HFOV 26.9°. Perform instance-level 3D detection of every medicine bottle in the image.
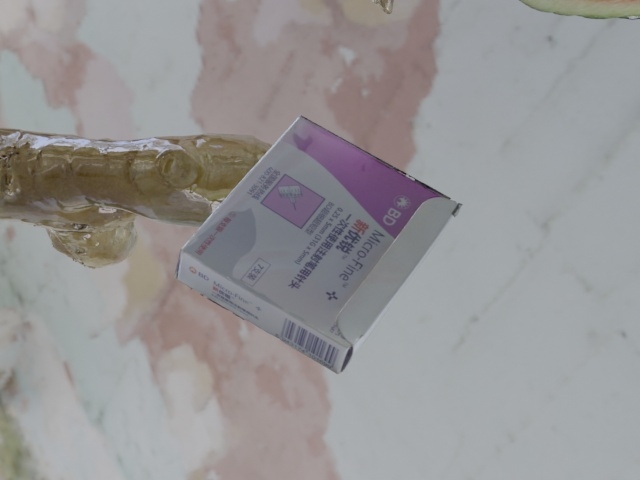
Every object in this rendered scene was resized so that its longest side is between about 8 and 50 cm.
[{"bbox_3d":[0.000,0.000,1.139,0.171,0.201,0.052,30,-39,12],"label":"medicine bottle"}]

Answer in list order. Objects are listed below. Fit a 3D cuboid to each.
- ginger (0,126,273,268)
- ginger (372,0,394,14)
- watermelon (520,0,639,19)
[{"bbox_3d":[-0.244,-0.058,1.294,0.363,0.348,0.122,-3,-104,50],"label":"ginger"},{"bbox_3d":[0.164,-0.258,1.211,0.288,0.089,0.075,-6,-45,23],"label":"ginger"},{"bbox_3d":[0.203,-0.177,0.816,0.119,0.245,0.063,167,-80,-71],"label":"watermelon"}]
